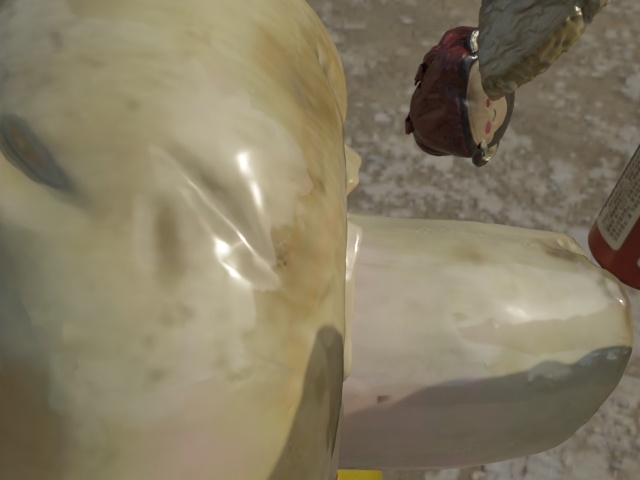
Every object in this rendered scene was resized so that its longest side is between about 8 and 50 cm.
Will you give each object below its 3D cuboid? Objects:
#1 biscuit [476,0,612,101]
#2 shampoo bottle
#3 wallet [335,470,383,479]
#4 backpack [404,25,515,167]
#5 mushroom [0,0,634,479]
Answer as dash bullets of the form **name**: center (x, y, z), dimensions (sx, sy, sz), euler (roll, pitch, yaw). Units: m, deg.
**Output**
- **biscuit**: center (0.152, -0.192, 0.705), dimensions (0.133, 0.032, 0.250), euler (-30, 33, 30)
- **shampoo bottle**: center (0.350, -0.082, 1.031), dimensions (0.104, 0.278, 0.104), euler (13, 39, -11)
- **wallet**: center (0.032, 0.305, 1.509), dimensions (0.067, 0.141, 0.241), euler (-36, 28, 19)
- **backpack**: center (0.236, -0.239, 1.804), dimensions (0.139, 0.229, 0.229), euler (12, 40, 33)
- **mushroom**: center (-0.070, 0.047, 0.563), dimensions (0.353, 0.325, 0.353), euler (35, 29, -23)
